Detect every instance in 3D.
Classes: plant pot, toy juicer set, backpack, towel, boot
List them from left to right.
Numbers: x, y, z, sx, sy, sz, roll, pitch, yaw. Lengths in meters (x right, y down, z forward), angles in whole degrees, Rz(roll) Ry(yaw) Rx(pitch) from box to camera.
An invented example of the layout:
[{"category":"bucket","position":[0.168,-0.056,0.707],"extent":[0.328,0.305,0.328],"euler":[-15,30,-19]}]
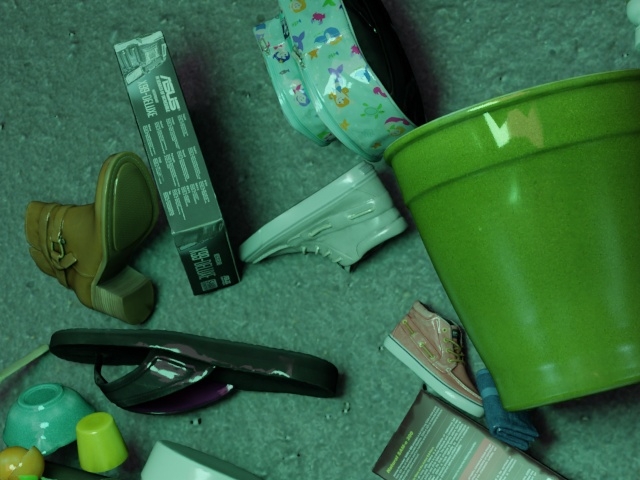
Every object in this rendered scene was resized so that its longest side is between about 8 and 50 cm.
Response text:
[{"category":"toy juicer set","position":[-0.422,0.269,1.991],"extent":[0.209,0.089,0.329],"euler":[-22,28,-23]},{"category":"boot","position":[-0.343,-0.028,2.060],"extent":[0.220,0.283,0.109],"euler":[25,44,34]},{"category":"boot","position":[0.000,0.000,1.968],"extent":[0.258,0.095,0.123],"euler":[-32,93,34]},{"category":"backpack","position":[0.036,-0.232,1.941],"extent":[0.191,0.225,0.253],"euler":[-34,66,14]},{"category":"towel","position":[0.237,0.212,1.796],"extent":[0.029,0.067,0.119],"euler":[-57,22,29]},{"category":"plant pot","position":[0.297,0.017,1.718],"extent":[0.366,0.366,0.353],"euler":[-17,81,18]}]

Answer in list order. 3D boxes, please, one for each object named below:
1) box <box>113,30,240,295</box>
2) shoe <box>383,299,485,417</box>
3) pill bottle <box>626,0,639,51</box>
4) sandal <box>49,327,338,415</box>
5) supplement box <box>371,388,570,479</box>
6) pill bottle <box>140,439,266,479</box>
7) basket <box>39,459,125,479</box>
[{"category":"box","position":[-0.203,-0.106,1.994],"extent":[0.076,0.242,0.307],"euler":[-17,68,-5]},{"category":"shoe","position":[0.169,0.155,1.868],"extent":[0.178,0.063,0.081],"euler":[39,99,31]},{"category":"pill bottle","position":[0.455,-0.336,1.862],"extent":[0.094,0.094,0.169],"euler":[-2,75,23]},{"category":"sandal","position":[-0.197,0.192,1.956],"extent":[0.445,0.167,0.107],"euler":[5,74,23]},{"category":"supplement box","position":[0.201,0.309,1.808],"extent":[0.239,0.073,0.130],"euler":[32,89,26]},{"category":"pill bottle","position":[-0.207,0.480,1.851],"extent":[0.224,0.224,0.392],"euler":[20,84,26]},{"category":"basket","position":[-0.377,0.389,1.985],"extent":[0.227,0.204,0.154],"euler":[11,62,36]}]
